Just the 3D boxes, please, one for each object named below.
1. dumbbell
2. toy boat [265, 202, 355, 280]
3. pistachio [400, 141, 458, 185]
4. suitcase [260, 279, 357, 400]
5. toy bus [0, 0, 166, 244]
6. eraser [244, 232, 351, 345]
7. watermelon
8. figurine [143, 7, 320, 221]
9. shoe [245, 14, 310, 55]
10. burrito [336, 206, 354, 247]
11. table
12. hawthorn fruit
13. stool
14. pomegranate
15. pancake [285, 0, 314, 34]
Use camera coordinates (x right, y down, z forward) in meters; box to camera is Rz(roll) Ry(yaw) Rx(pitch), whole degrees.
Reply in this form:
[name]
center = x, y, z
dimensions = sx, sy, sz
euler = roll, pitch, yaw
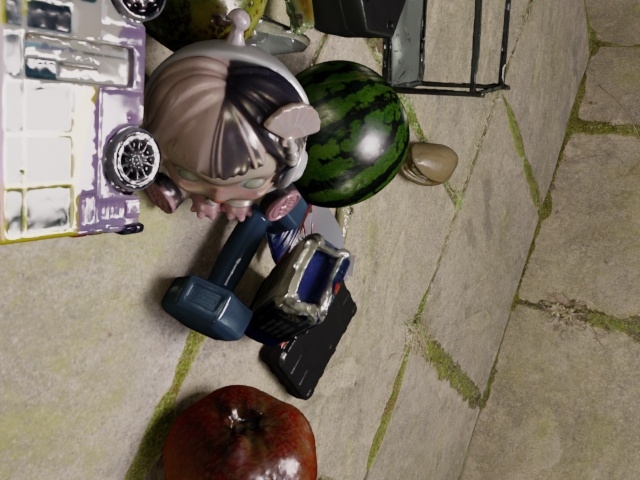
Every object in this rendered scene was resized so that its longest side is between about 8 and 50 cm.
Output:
[dumbbell]
center = -0.153, 0.024, 1.176
dimensions = 0.144, 0.156, 0.316
euler = 36, 66, -23
[toy boat]
center = -0.004, -0.029, 1.416
dimensions = 0.318, 0.072, 0.218
euler = 12, 81, -48
[pistachio]
center = 0.311, -0.222, 1.840
dimensions = 0.226, 0.136, 0.135
euler = -9, 107, -48
[suitcase]
center = -0.018, 0.212, 1.515
dimensions = 0.285, 0.066, 0.206
euler = -59, 143, -28
[toy bus]
center = -0.343, -0.229, 0.745
dimensions = 0.249, 0.210, 0.439
euler = -11, 111, -53
[eraser]
center = -0.057, 0.108, 1.212
dimensions = 0.154, 0.102, 0.332
euler = -64, -171, -25
[watermelon]
center = 0.034, -0.210, 1.266
dimensions = 0.285, 0.285, 0.284
euler = -24, 120, -52
[figurine]
center = -0.152, -0.154, 0.961
dimensions = 0.361, 0.253, 0.210
euler = 123, -44, -73
[shoe]
center = -0.096, -0.379, 1.213
dimensions = 0.194, 0.074, 0.077
euler = -1, 120, -58
[burrito]
center = 0.048, -0.004, 1.574
dimensions = 0.045, 0.041, 0.185
euler = -164, -96, -81
[table]
center = 0.327, -0.545, 1.610
dimensions = 0.222, 0.273, 0.334
euler = -27, 122, -52
[hawthorn fruit]
center = -0.149, 0.449, 1.229
dimensions = 0.284, 0.285, 0.368
euler = -51, 158, -35
[stool]
center = 0.085, -0.541, 1.359
dimensions = 0.232, 0.141, 0.232
euler = -23, 118, -52
[pomegranate]
center = -0.159, -0.370, 0.977
dimensions = 0.222, 0.204, 0.276
euler = -54, 142, -2
[pancake]
center = -0.107, -0.520, 1.095
dimensions = 0.376, 0.054, 0.197
euler = 50, 46, -38
